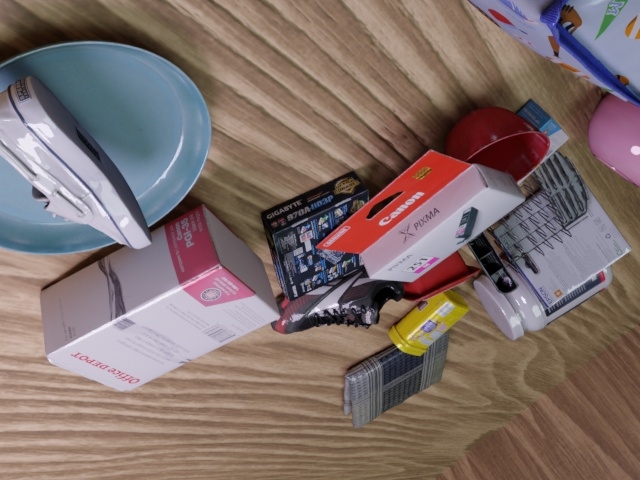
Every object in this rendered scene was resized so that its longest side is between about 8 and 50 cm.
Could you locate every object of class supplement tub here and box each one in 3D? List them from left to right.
[{"bbox_3d":[0.522,0.093,1.618,0.272,0.191,0.191,-31,147,-2],"label":"supplement tub"}]

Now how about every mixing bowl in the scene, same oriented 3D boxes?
[{"bbox_3d":[0.279,-0.159,1.156,0.182,0.098,0.181,-18,153,-10],"label":"mixing bowl"}]

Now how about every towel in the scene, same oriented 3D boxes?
[{"bbox_3d":[0.201,0.360,1.839,0.312,0.056,0.324,-26,145,-15],"label":"towel"}]

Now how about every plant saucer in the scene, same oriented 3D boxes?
[{"bbox_3d":[-0.286,-0.107,0.814,0.318,0.043,0.317,-23,146,-16],"label":"plant saucer"}]

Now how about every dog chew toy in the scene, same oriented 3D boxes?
[{"bbox_3d":[0.661,-0.263,1.275,0.207,0.206,0.331,18,115,-50],"label":"dog chew toy"}]

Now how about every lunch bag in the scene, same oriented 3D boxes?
[{"bbox_3d":[0.295,-0.322,0.765,0.386,0.327,0.239,17,121,-48],"label":"lunch bag"}]

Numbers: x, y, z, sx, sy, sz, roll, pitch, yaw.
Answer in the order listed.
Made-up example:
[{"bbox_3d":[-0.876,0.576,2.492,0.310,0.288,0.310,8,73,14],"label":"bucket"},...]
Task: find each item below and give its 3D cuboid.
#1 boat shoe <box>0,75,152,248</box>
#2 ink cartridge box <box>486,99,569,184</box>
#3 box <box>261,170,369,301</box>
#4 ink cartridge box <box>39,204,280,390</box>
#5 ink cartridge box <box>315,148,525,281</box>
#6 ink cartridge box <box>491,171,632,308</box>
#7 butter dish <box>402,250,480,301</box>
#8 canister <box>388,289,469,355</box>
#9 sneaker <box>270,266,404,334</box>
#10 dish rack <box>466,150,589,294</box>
[{"bbox_3d":[-0.279,-0.068,0.762,0.084,0.095,0.258,-28,137,0],"label":"boat shoe"},{"bbox_3d":[0.357,-0.160,1.267,0.181,0.061,0.104,-45,145,18],"label":"ink cartridge box"},{"bbox_3d":[0.000,0.000,1.185,0.175,0.051,0.220,-26,146,-11],"label":"box"},{"bbox_3d":[-0.234,0.095,1.017,0.283,0.117,0.207,-27,148,8],"label":"ink cartridge box"},{"bbox_3d":[0.167,-0.028,1.141,0.239,0.060,0.275,7,142,-47],"label":"ink cartridge box"},{"bbox_3d":[0.516,-0.003,1.486,0.224,0.223,0.045,-36,-174,5],"label":"ink cartridge box"},{"bbox_3d":[0.208,0.042,1.368,0.160,0.118,0.160,-23,-170,-14],"label":"butter dish"},{"bbox_3d":[0.260,0.191,1.635,0.170,0.073,0.126,-46,145,16],"label":"canister"},{"bbox_3d":[0.039,0.117,1.296,0.276,0.135,0.097,-26,149,-8],"label":"sneaker"},{"bbox_3d":[0.422,-0.044,1.392,0.272,0.074,0.208,-36,119,4],"label":"dish rack"}]
